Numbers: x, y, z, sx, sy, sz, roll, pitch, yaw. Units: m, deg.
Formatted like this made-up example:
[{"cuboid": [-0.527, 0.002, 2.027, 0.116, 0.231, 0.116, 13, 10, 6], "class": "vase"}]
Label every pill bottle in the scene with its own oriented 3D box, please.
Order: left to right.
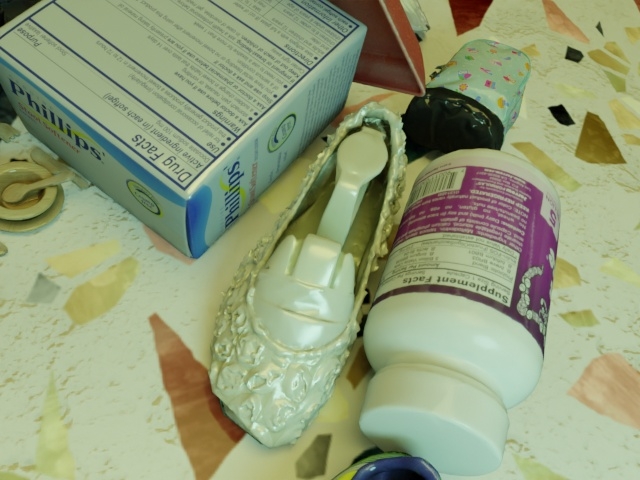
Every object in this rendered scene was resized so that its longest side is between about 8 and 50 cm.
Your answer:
[{"cuboid": [0.140, 0.064, 0.604, 0.169, 0.169, 0.301, 23, 55, 0], "class": "pill bottle"}]

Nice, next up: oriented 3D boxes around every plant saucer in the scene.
[{"cuboid": [-0.007, -0.292, 0.692, 0.258, 0.259, 0.047, 27, 74, 43], "class": "plant saucer"}]

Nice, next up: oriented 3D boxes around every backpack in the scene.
[{"cuboid": [0.213, -0.191, 0.828, 0.152, 0.115, 0.182, 33, 52, 10], "class": "backpack"}]

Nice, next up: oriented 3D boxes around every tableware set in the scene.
[{"cuboid": [-0.358, -0.082, 0.637, 0.194, 0.039, 0.128, 33, 55, 7], "class": "tableware set"}]

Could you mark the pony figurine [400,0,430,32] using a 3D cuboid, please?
[{"cuboid": [0.016, -0.455, 0.846, 0.351, 0.363, 0.303, -20, 56, -44], "class": "pony figurine"}]

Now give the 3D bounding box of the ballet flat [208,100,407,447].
[{"cuboid": [0.000, 0.000, 0.630, 0.147, 0.147, 0.408, 23, 55, -1], "class": "ballet flat"}]

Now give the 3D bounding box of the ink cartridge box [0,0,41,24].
[{"cuboid": [-0.420, -0.353, 0.792, 0.233, 0.066, 0.189, 23, 54, -5], "class": "ink cartridge box"}]

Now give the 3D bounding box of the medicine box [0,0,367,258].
[{"cuboid": [-0.144, -0.178, 0.669, 0.264, 0.149, 0.289, 37, 66, 10], "class": "medicine box"}]

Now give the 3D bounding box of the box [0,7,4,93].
[{"cuboid": [-0.427, -0.186, 0.627, 0.156, 0.093, 0.158, 4, 37, -14], "class": "box"}]

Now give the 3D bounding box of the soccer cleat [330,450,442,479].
[{"cuboid": [-0.020, 0.257, 0.458, 0.289, 0.121, 0.093, -30, 70, -30], "class": "soccer cleat"}]

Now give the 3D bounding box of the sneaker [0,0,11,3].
[{"cuboid": [-0.475, -0.349, 0.689, 0.319, 0.131, 0.112, 5, 51, 4], "class": "sneaker"}]
